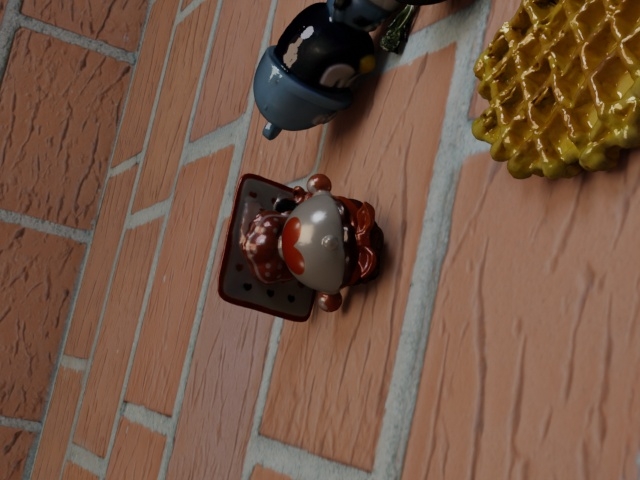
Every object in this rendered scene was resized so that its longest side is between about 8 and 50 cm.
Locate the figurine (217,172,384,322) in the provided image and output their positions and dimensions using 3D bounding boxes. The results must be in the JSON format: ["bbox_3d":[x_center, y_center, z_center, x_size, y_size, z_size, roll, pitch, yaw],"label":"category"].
[{"bbox_3d":[0.000,0.000,1.295,0.226,0.160,0.183,-10,66,54],"label":"figurine"}]

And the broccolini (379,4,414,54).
[{"bbox_3d":[0.118,-0.320,1.357,0.140,0.035,0.030,-66,28,14],"label":"broccolini"}]

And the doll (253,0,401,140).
[{"bbox_3d":[0.010,-0.266,1.425,0.314,0.141,0.177,-51,-13,24],"label":"doll"}]

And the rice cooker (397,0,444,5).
[{"bbox_3d":[0.139,-0.385,1.213,0.142,0.118,0.203,35,111,27],"label":"rice cooker"}]

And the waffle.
[{"bbox_3d":[0.250,-0.189,0.941,0.309,0.065,0.283,20,95,63],"label":"waffle"}]
